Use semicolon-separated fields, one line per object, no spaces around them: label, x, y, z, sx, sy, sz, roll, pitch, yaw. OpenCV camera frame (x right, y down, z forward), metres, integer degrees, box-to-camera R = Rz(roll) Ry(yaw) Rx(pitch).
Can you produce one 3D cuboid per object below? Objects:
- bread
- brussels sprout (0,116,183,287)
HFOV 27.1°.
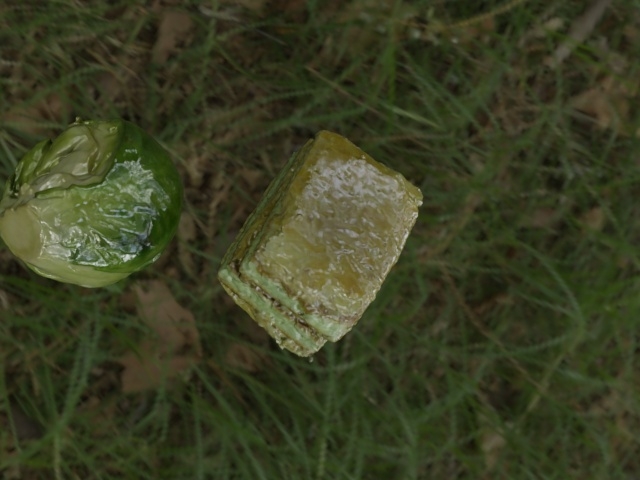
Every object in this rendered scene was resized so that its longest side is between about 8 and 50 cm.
bread;0.000;0.000;1.289;0.138;0.102;0.196;37;57;-7
brussels sprout;-0.210;-0.028;1.247;0.183;0.131;0.145;-53;128;-35
